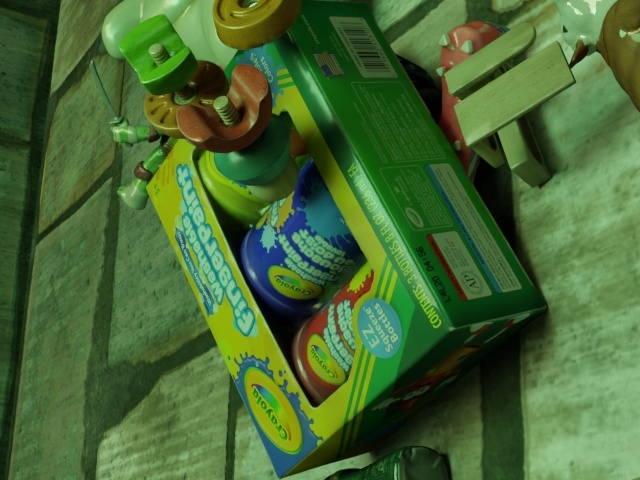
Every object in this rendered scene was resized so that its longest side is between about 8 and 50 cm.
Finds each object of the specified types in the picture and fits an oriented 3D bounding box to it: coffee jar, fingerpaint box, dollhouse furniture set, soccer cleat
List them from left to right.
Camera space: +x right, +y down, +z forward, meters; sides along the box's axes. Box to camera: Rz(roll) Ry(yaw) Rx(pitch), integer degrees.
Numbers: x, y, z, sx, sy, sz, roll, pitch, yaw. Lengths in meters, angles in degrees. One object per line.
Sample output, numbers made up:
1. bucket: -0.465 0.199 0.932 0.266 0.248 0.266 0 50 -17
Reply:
1. fingerpaint box: 0.000 0.000 1.304 0.371 0.163 0.445 -48 61 42
2. coffee jar: 0.070 0.307 1.282 0.184 0.079 0.096 -33 54 51
3. soccer cleat: 0.175 -0.137 1.290 0.083 0.095 0.248 31 123 45
4. dollhouse furniture set: 0.228 -0.150 1.147 0.123 0.151 0.144 -32 48 25

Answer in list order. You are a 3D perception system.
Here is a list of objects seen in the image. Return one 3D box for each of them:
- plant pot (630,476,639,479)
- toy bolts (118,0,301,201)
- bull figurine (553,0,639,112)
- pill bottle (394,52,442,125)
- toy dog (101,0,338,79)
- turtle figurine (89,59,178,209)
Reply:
1. plant pot: 0.305 0.262 0.790 0.167 0.165 0.167 -34 50 53
2. toy bolts: -0.079 -0.155 1.189 0.218 0.158 0.228 -32 50 1
3. bull figurine: 0.316 -0.172 0.972 0.188 0.101 0.310 88 159 -53
4. pill bottle: 0.078 -0.186 1.417 0.219 0.122 0.123 41 115 53
5. toy dog: -0.106 -0.332 1.694 0.395 0.284 0.408 -41 19 -11
6. turtle figurine: -0.305 -0.208 2.045 0.266 0.274 0.198 -62 0 35
